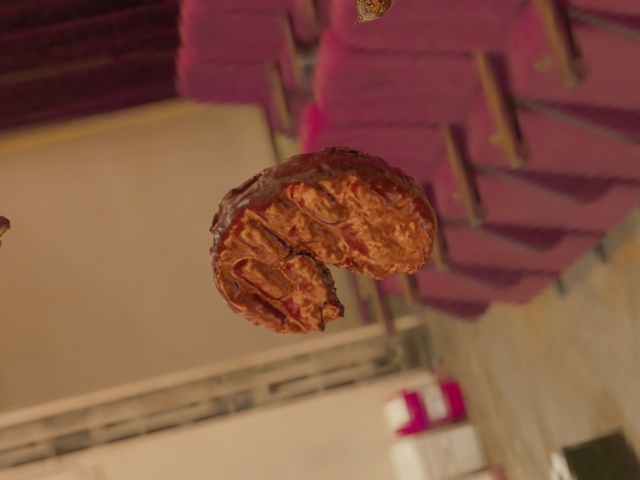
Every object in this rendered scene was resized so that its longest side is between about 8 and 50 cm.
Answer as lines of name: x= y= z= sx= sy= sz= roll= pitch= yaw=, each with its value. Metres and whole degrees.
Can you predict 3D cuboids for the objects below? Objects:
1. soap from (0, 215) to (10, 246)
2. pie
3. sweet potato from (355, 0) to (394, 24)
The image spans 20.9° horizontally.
soap: x=-0.515 y=0.053 z=2.065 sx=0.143 sy=0.259 sz=0.281 roll=42 pitch=-174 yaw=-3
pie: x=0.000 y=0.000 z=1.632 sx=0.054 sy=0.218 sz=0.204 roll=-101 pitch=-16 yaw=-45
sweet potato: x=0.043 y=-0.278 z=1.591 sx=0.274 sy=0.067 sz=0.067 roll=82 pitch=172 yaw=-59
